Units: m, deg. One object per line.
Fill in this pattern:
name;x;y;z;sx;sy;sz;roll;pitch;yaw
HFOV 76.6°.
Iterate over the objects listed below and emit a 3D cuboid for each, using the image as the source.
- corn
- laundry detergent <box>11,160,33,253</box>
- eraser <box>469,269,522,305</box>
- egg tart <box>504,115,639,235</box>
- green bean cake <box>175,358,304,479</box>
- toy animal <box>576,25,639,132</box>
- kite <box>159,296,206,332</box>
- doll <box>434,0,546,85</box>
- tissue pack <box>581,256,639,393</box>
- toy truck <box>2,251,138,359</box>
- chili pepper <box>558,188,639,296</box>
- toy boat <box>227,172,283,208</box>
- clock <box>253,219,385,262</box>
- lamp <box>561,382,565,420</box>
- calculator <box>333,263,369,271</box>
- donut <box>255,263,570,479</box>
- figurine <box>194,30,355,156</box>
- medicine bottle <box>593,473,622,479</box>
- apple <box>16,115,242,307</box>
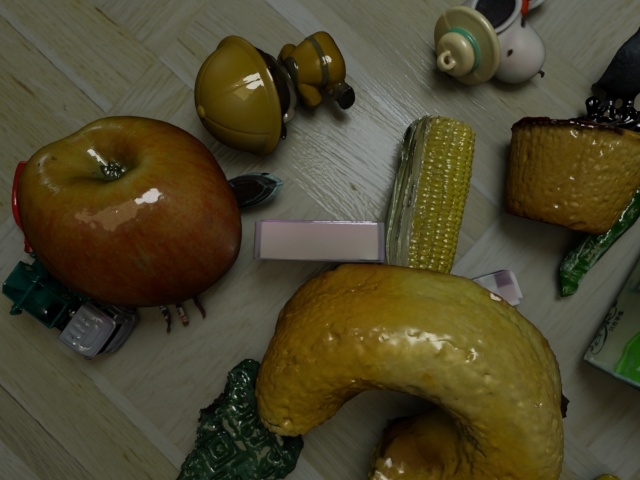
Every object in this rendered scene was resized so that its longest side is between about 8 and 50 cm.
corn;0.181;-0.063;0.686;0.124;0.122;0.305;13;86;19
laundry detergent;-0.517;-0.058;0.735;0.098;0.049;0.165;7;89;9
eraser;0.294;0.094;0.715;0.105;0.026;0.064;-18;85;1
egg tart;0.396;-0.105;0.638;0.215;0.215;0.170;14;99;2
green bean cake;-0.156;0.334;0.681;0.208;0.107;0.193;-32;88;2
toy animal;0.515;-0.283;0.656;0.121;0.117;0.210;10;132;7
kite;-0.289;0.043;0.740;0.141;0.015;0.245;-25;84;2
doll;0.303;-0.399;0.692;0.208;0.144;0.271;8;91;-19
tissue pack;0.670;0.109;0.614;0.332;0.205;0.404;30;90;3
toy truck;-0.437;0.110;0.691;0.216;0.116;0.110;36;89;3
chili pepper;0.477;0.003;0.700;0.088;0.059;0.226;31;91;-2
toy boat;-0.124;-0.089;0.718;0.140;0.066;0.059;-9;99;29
clock;0.000;0.000;0.667;0.197;0.150;0.063;1;91;2
lamp;0.315;0.285;0.668;0.180;0.108;0.245;-11;88;5
calculator;0.060;0.112;0.726;0.094;0.019;0.141;-3;87;-1
donut;0.126;0.230;0.561;0.378;0.163;0.435;-37;94;27
figurine;-0.084;-0.257;0.673;0.257;0.167;0.192;-31;74;-2
medicine bottle;0.411;0.497;0.678;0.261;0.064;0.094;-34;87;1
apple;-0.277;-0.040;0.603;0.302;0.301;0.301;0;88;2
